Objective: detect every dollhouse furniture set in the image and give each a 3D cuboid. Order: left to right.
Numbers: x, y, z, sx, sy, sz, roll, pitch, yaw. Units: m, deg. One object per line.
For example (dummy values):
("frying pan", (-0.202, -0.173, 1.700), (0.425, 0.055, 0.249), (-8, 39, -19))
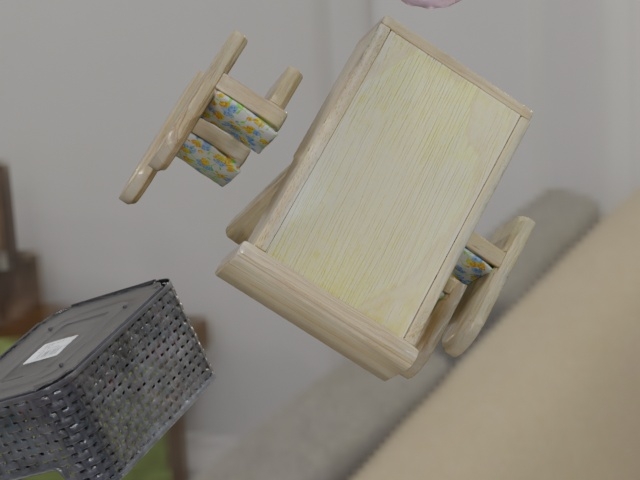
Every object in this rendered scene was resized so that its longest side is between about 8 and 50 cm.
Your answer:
("dollhouse furniture set", (0.000, 0.000, 1.132), (0.212, 0.161, 0.242), (32, -22, -8))

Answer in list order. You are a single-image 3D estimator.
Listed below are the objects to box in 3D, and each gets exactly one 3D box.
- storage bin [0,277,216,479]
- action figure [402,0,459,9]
("storage bin", (-0.170, 0.109, 1.401), (0.122, 0.084, 0.180), (-16, 15, 30))
("action figure", (-0.047, -0.287, 1.073), (0.370, 0.275, 0.248), (3, 44, 50))
